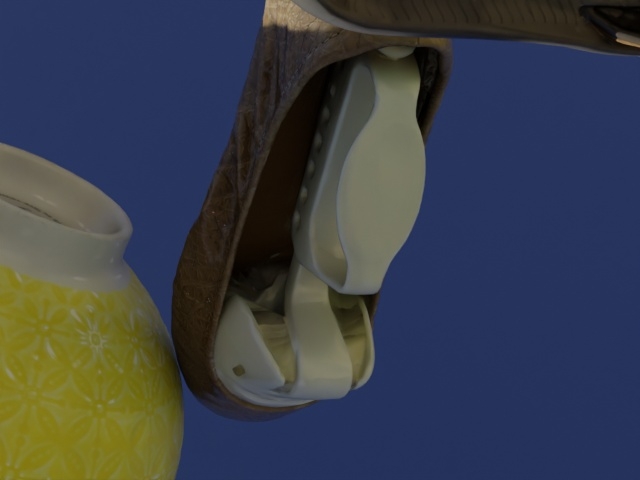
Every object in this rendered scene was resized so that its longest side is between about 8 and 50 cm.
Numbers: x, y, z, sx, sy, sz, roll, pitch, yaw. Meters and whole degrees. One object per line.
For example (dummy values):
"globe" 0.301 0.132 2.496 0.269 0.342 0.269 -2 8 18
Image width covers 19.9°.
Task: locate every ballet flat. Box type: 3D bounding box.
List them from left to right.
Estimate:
"ballet flat" 0.000 0.000 0.932 0.116 0.342 0.124 2 -141 -22

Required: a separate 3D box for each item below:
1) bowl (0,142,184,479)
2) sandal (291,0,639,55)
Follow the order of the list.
"bowl" -0.186 0.037 1.004 0.289 0.156 0.289 26 -166 -7
"sandal" 0.093 -0.079 0.403 0.219 0.090 0.060 -4 -153 -16
